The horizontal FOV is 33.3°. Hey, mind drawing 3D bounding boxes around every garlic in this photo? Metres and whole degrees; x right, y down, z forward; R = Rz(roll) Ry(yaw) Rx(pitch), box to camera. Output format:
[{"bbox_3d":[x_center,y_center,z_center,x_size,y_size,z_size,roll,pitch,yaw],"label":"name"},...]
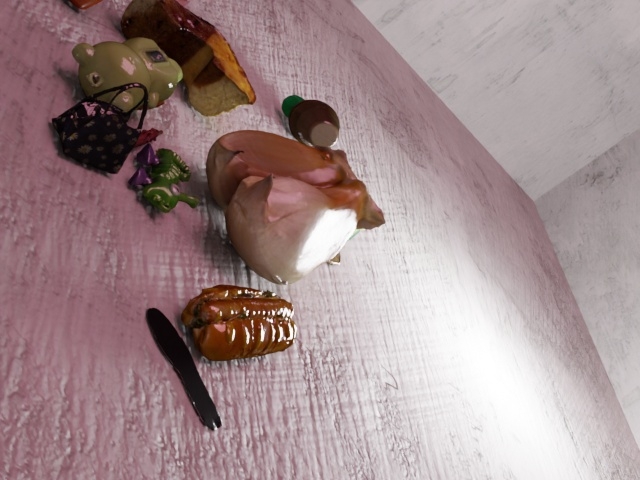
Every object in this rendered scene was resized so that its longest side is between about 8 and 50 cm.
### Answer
[{"bbox_3d":[-0.065,-0.069,1.787,0.313,0.249,0.286,-10,81,-47],"label":"garlic"}]

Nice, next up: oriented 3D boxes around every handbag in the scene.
[{"bbox_3d":[-0.299,-0.175,1.529,0.115,0.139,0.072,25,26,-52],"label":"handbag"}]

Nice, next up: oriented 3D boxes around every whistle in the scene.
[{"bbox_3d":[-0.301,-0.266,1.724,0.131,0.106,0.288,52,20,2],"label":"whistle"}]

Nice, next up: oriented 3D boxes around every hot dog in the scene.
[{"bbox_3d":[-0.113,0.116,1.571,0.115,0.072,0.269,50,19,15],"label":"hot dog"}]

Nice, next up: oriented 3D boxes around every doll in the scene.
[{"bbox_3d":[-0.240,-0.097,1.668,0.115,0.050,0.190,40,21,-23],"label":"doll"}]

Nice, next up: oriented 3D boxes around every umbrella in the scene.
[{"bbox_3d":[-0.284,-0.163,1.707,0.165,0.027,0.025,-54,132,-72],"label":"umbrella"}]

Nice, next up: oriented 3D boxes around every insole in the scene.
[{"bbox_3d":[-0.181,0.169,1.418,0.188,0.004,0.064,60,21,16],"label":"insole"}]

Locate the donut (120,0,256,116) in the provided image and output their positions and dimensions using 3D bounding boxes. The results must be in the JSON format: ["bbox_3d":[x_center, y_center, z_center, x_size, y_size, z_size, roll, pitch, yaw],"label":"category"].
[{"bbox_3d":[-0.251,-0.357,1.992,0.295,0.112,0.151,48,18,-19],"label":"donut"}]

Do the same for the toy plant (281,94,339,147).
[{"bbox_3d":[-0.023,-0.268,2.384,0.143,0.105,0.200,28,12,-27],"label":"toy plant"}]

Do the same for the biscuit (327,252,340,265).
[{"bbox_3d":[0.000,0.000,2.098,0.120,0.015,0.120,44,22,-23],"label":"biscuit"}]

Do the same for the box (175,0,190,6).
[{"bbox_3d":[-0.338,-0.540,2.172,0.156,0.060,0.111,52,19,5],"label":"box"}]

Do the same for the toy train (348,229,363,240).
[{"bbox_3d":[0.060,-0.039,2.203,0.050,0.081,0.122,52,17,24],"label":"toy train"}]

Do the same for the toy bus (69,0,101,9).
[{"bbox_3d":[-0.407,-0.512,1.876,0.121,0.120,0.265,41,23,-32],"label":"toy bus"}]
